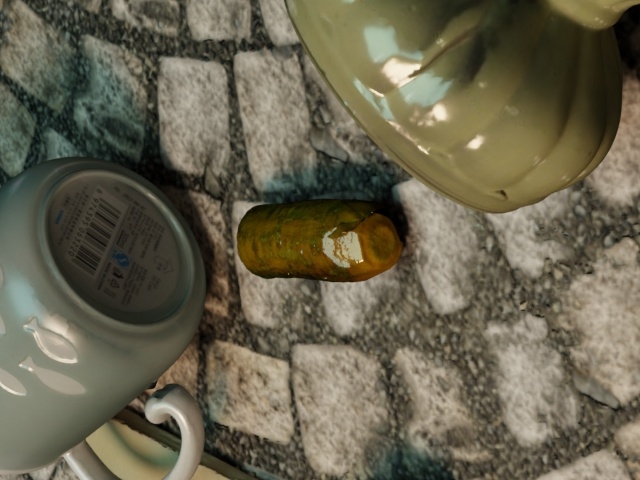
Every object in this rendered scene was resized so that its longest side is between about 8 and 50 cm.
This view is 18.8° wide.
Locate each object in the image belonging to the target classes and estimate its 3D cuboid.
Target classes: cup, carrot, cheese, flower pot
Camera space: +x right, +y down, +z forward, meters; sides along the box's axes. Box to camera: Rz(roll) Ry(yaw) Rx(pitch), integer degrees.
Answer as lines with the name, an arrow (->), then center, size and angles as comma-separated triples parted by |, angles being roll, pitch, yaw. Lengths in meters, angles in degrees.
cup -> -0.243, 0.108, 1.957 | 0.356, 0.259, 0.274 | 52, 132, 2
carrot -> 0.000, 0.000, 1.801 | 0.173, 0.082, 0.082 | 1, 103, 51
cheese -> -0.158, 0.245, 2.062 | 0.400, 0.034, 0.085 | 21, 121, 39
flower pot -> 0.149, -0.199, 1.467 | 0.244, 0.307, 0.307 | -38, 75, 27
